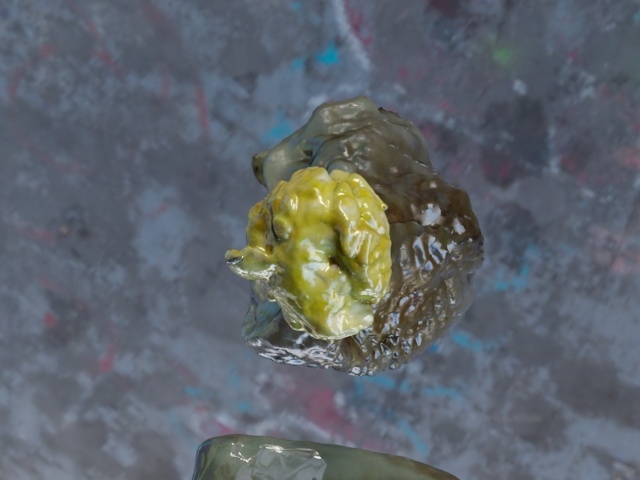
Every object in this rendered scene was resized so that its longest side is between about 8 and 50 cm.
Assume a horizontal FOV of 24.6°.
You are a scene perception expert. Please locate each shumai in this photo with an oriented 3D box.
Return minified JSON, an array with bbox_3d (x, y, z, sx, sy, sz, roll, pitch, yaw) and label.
[{"bbox_3d":[0.002,-0.005,1.044,0.185,0.218,0.184,45,121,23],"label":"shumai"}]

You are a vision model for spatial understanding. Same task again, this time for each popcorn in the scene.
[{"bbox_3d":[0.000,0.000,0.721,0.084,0.084,0.084,16,131,19],"label":"popcorn"}]

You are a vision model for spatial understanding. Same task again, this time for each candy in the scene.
[{"bbox_3d":[0.006,0.228,1.205,0.234,0.104,0.102,4,154,12],"label":"candy"}]
